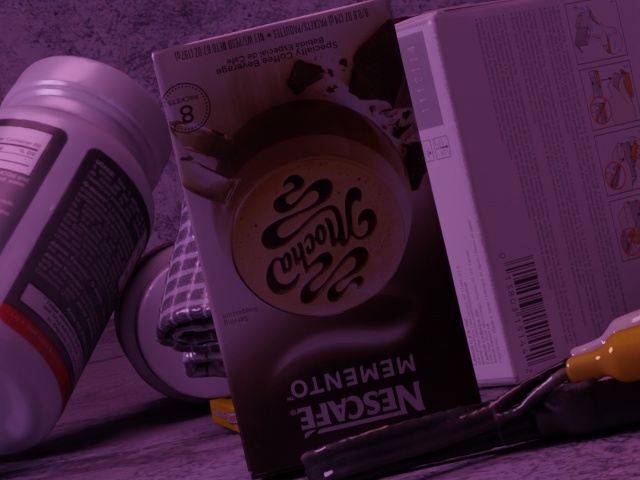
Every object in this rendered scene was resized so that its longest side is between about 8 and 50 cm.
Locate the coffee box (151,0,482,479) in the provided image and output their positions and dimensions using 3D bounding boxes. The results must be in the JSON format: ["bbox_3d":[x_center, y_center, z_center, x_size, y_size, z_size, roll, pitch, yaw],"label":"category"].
[{"bbox_3d":[0.000,0.000,1.329,0.168,0.297,0.119,-14,-1,0],"label":"coffee box"}]

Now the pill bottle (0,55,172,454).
[{"bbox_3d":[-0.280,0.005,1.810,0.210,0.210,0.363,-12,38,34],"label":"pill bottle"}]

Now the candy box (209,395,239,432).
[{"bbox_3d":[0.016,0.125,1.627,0.206,0.027,0.105,-14,6,-16],"label":"candy box"}]

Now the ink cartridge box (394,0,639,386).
[{"bbox_3d":[0.201,-0.053,1.567,0.261,0.296,0.066,-13,2,-37],"label":"ink cartridge box"}]

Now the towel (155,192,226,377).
[{"bbox_3d":[0.012,-0.007,1.641,0.284,0.235,0.121,-6,-39,20],"label":"towel"}]

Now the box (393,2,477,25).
[{"bbox_3d":[0.204,-0.084,1.892,0.143,0.191,0.381,-15,29,-29],"label":"box"}]

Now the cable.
[{"bbox_3d":[0.129,0.091,1.192,0.287,0.072,0.139,-13,-4,8],"label":"cable"}]

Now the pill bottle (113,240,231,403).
[{"bbox_3d":[-0.122,0.079,1.904,0.160,0.160,0.283,-13,2,-7],"label":"pill bottle"}]
